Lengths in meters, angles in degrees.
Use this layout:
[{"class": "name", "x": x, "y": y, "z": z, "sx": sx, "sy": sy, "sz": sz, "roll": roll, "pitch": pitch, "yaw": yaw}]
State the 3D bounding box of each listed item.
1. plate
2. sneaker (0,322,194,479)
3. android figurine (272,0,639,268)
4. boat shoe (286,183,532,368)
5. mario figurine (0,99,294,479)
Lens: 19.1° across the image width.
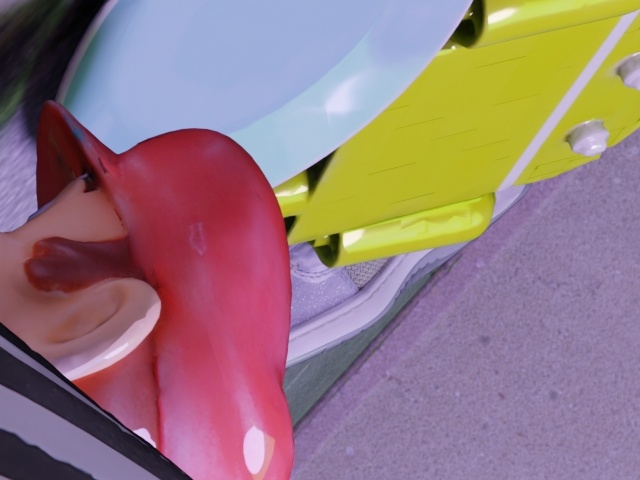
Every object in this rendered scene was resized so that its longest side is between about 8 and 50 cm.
[{"class": "plate", "x": -0.018, "y": -0.077, "z": 0.674, "sx": 0.188, "sy": 0.024, "sz": 0.188, "roll": -29, "pitch": 154, "yaw": -16}, {"class": "sneaker", "x": -0.162, "y": 0.119, "z": 0.273, "sx": 0.447, "sy": 0.257, "sz": 0.169, "roll": 3, "pitch": 130, "yaw": -40}, {"class": "android figurine", "x": 0.073, "y": -0.066, "z": 0.863, "sx": 0.273, "sy": 0.056, "sz": 0.248, "roll": -12, "pitch": 157, "yaw": -24}, {"class": "boat shoe", "x": 0.002, "y": -0.001, "z": 1.133, "sx": 0.320, "sy": 0.103, "sz": 0.118, "roll": -35, "pitch": -174, "yaw": -37}, {"class": "mario figurine", "x": -0.150, "y": 0.049, "z": 0.528, "sx": 0.320, "sy": 0.170, "sz": 0.198, "roll": -32, "pitch": -158, "yaw": -28}]
